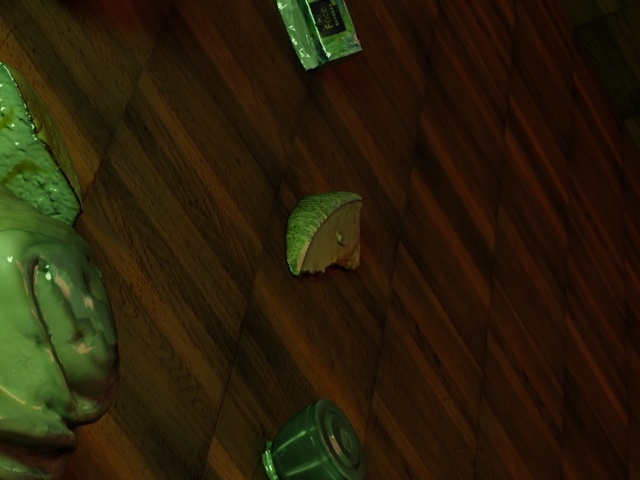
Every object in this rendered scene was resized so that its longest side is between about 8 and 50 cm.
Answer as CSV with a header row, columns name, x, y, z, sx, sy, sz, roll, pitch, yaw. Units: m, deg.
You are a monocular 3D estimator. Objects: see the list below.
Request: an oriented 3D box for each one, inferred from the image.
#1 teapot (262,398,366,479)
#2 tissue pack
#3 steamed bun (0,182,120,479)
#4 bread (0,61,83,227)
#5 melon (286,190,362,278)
name,x,y,z,sx,sy,sz,roll,pitch,yaw
teapot,-0.007,0.231,1.776,0.092,0.090,0.124,22,44,-60
tissue pack,-0.005,-0.279,2.283,0.085,0.079,0.111,158,-88,-77
steamed bun,-0.244,0.080,1.211,0.268,0.207,0.280,57,26,-26
bread,-0.257,-0.085,1.498,0.157,0.083,0.094,59,20,-23
melon,0.000,-0.008,2.091,0.182,0.054,0.098,-8,92,-67
